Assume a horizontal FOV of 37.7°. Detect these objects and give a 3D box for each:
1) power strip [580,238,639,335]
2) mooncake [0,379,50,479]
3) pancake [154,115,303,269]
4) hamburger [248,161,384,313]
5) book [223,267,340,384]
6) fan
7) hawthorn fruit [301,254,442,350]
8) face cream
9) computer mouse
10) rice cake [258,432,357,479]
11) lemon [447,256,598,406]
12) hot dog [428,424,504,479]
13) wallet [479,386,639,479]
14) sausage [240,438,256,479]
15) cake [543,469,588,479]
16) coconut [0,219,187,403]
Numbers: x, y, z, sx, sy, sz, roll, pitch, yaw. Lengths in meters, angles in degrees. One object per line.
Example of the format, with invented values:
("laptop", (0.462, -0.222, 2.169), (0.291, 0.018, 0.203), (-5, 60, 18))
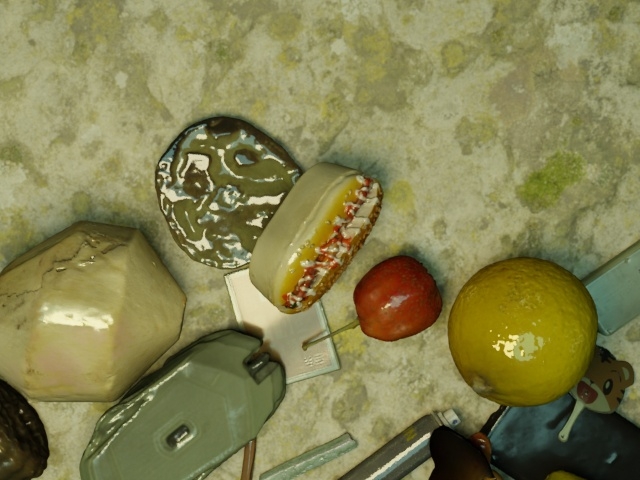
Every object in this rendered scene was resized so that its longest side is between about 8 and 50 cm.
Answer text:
("power strip", (0.618, 0.072, 1.817), (0.270, 0.046, 0.118), (-35, 93, 3))
("mooncake", (-0.597, 0.353, 1.716), (0.124, 0.228, 0.228), (-38, 96, -4))
("pancake", (-0.174, -0.089, 1.774), (0.294, 0.049, 0.295), (-1, 97, -5))
("hamburger", (0.000, 0.000, 1.697), (0.151, 0.227, 0.295), (28, 82, 16))
("book", (-0.074, 0.158, 1.816), (0.170, 0.018, 0.242), (-16, 95, 0))
("fan", (0.511, 0.295, 1.805), (0.152, 0.008, 0.227), (38, 65, -4))
("hawthorn fruit", (0.086, 0.136, 1.750), (0.285, 0.165, 0.165), (-26, 96, 4))
("face cream", (0.151, 0.423, 1.822), (0.283, 0.073, 0.073), (-37, 96, 2))
("computer mouse", (-0.265, 0.339, 1.768), (0.429, 0.145, 0.228), (-38, 103, -9))
("rice cake", (-0.026, 0.434, 1.838), (0.207, 0.033, 0.033), (-25, 106, 0))
("lemon", (0.366, 0.166, 1.703), (0.293, 0.293, 0.293), (0, 96, -2))
("hot dog", (0.309, 0.496, 1.794), (0.194, 0.107, 0.326), (19, 120, 33))
("wallet", (0.523, 0.429, 1.844), (0.406, 0.062, 0.228), (34, 94, -4))
("sausage", (-0.142, 0.435, 1.838), (0.026, 0.026, 0.116), (6, 95, -3))
("cake", (0.446, 0.568, 1.756), (0.156, 0.179, 0.261), (18, 125, 5))
("coconut", (-0.408, 0.127, 1.660), (0.352, 0.352, 0.353), (0, 96, -2))
